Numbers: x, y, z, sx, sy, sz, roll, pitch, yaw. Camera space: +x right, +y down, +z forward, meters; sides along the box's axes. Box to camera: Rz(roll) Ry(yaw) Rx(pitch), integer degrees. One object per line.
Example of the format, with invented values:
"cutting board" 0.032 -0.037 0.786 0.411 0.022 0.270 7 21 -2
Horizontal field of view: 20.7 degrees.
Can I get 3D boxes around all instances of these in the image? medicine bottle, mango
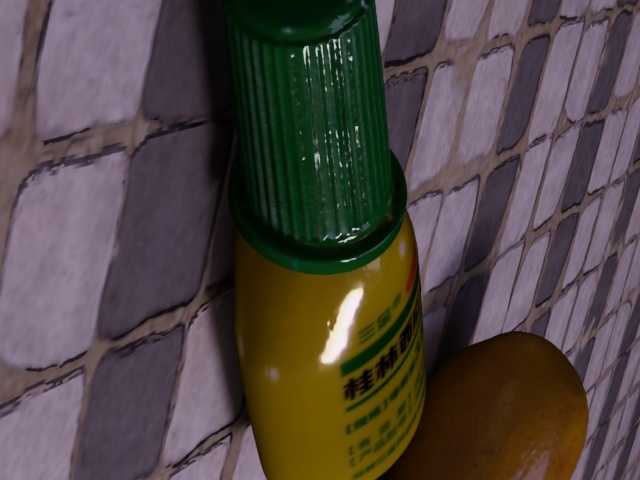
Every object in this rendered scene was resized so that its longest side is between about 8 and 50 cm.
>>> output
"medicine bottle" 0.000 0.000 0.740 0.309 0.076 0.111 82 31 -52
"mango" 0.095 0.150 1.106 0.227 0.109 0.147 -57 180 -37
